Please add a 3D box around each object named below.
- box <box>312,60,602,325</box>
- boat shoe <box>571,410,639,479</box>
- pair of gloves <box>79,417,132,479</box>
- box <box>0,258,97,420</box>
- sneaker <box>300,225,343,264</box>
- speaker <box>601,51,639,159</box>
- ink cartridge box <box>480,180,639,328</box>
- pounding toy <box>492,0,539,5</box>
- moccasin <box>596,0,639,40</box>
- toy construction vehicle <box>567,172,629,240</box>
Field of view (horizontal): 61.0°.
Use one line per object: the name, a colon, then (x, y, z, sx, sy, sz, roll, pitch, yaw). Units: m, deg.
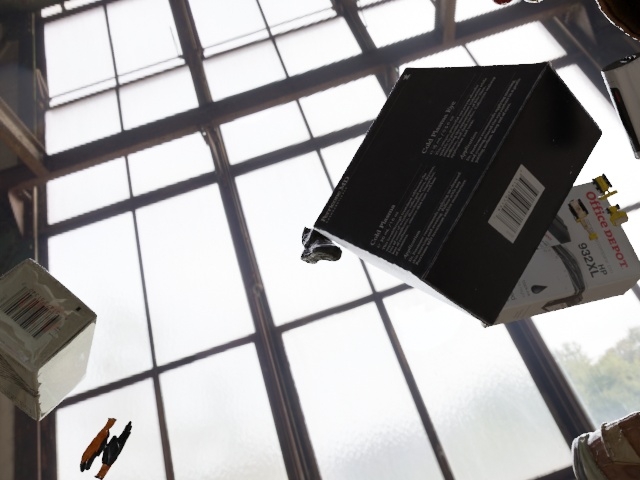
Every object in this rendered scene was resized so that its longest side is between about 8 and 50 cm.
box: (0.203, -0.093, 0.883, 0.179, 0.312, 0.343, 32, -92, -33)
boat shoe: (0.447, 0.315, 0.603, 0.116, 0.324, 0.123, -57, -5, 28)
pair of gloves: (-0.273, 0.261, 0.690, 0.083, 0.074, 0.010, -10, -47, 44)
box: (-0.370, 0.140, 0.703, 0.094, 0.113, 0.275, -49, -1, -38)
sneaker: (0.002, 0.001, 1.157, 0.051, 0.089, 0.170, 29, -21, -23)
speaker: (0.430, -0.181, 0.733, 0.055, 0.055, 0.136, -27, -76, 11)
ink cartridge box: (0.458, 0.029, 1.130, 0.307, 0.223, 0.129, -14, -26, 2)
pounding toy: (0.431, -0.540, 1.104, 0.237, 0.183, 0.110, -14, -53, -1)
moccasin: (0.217, -0.261, 0.398, 0.380, 0.139, 0.147, 8, -72, -55)
toy construction vehicle: (0.501, -0.059, 0.986, 0.086, 0.098, 0.035, -30, -20, 11)
